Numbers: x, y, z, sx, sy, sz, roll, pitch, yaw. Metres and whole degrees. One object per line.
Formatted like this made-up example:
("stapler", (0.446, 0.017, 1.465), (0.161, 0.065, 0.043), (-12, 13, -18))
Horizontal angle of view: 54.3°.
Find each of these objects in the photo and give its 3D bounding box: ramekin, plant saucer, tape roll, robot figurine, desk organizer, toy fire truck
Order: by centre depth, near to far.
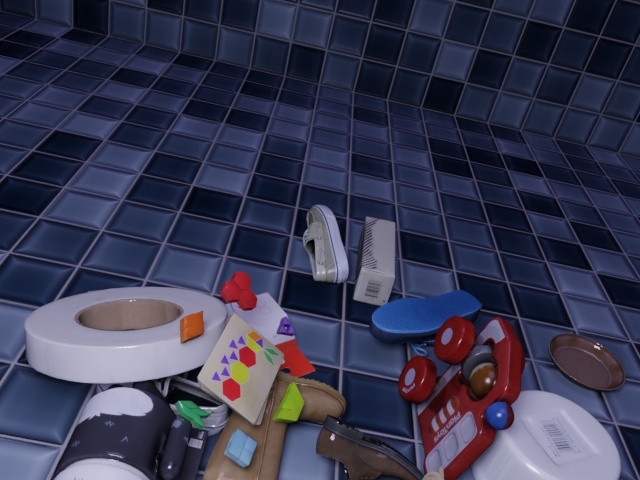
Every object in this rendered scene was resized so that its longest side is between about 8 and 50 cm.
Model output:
("robot figurine", (-0.332, 0.361, 1.030), (0.173, 0.209, 0.278), (25, 30, -14))
("desk organizer", (-0.239, 0.401, 1.111), (0.047, 0.050, 0.130), (13, 33, -3))
("toy fire truck", (0.297, 0.312, 1.239), (0.169, 0.302, 0.254), (28, 26, -17))
("tape roll", (-0.378, 0.175, 1.242), (0.391, 0.072, 0.392), (1, 11, 0))
("ramekin", (0.455, 0.434, 1.253), (0.277, 0.135, 0.277), (10, 33, -7))
("plant saucer", (0.677, 0.319, 1.602), (0.198, 0.036, 0.199), (11, 33, -7))

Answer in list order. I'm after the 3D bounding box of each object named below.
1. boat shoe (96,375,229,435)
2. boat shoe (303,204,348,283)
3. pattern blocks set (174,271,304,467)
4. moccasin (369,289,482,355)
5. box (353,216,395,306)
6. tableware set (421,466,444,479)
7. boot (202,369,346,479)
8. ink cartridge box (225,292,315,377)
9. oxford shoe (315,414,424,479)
("boat shoe", (-0.304, 0.296, 1.208), (0.267, 0.088, 0.096), (19, 33, 7))
("boat shoe", (0.000, 0.000, 1.756), (0.094, 0.109, 0.302), (0, 38, -18))
("pattern blocks set", (-0.143, 0.231, 1.147), (0.285, 0.026, 0.325), (48, 37, -9))
("moccasin", (0.263, 0.215, 1.529), (0.341, 0.117, 0.138), (-3, 37, -31))
("box", (0.152, 0.053, 1.731), (0.094, 0.113, 0.275), (12, 32, -1))
("tableware set", (0.171, 0.478, 1.066), (0.020, 0.168, 0.141), (27, 36, -32))
("boot", (-0.078, 0.382, 1.180), (0.236, 0.089, 0.270), (19, 39, -5))
("ink cartridge box", (-0.142, 0.225, 1.412), (0.189, 0.066, 0.232), (-13, 38, -36))
("oxford shoe", (0.092, 0.424, 1.192), (0.227, 0.096, 0.083), (28, -11, -5))
